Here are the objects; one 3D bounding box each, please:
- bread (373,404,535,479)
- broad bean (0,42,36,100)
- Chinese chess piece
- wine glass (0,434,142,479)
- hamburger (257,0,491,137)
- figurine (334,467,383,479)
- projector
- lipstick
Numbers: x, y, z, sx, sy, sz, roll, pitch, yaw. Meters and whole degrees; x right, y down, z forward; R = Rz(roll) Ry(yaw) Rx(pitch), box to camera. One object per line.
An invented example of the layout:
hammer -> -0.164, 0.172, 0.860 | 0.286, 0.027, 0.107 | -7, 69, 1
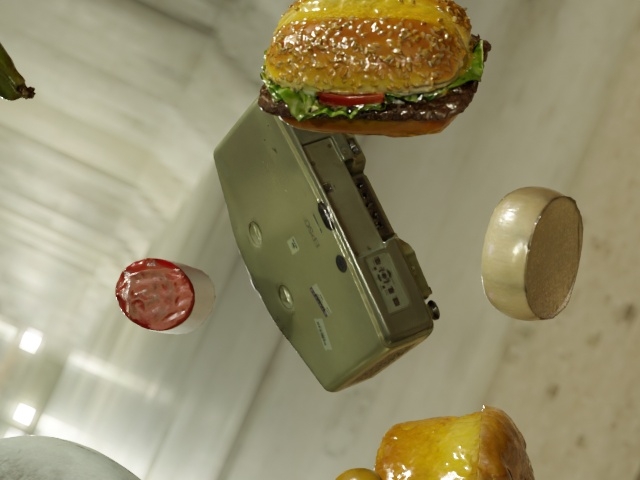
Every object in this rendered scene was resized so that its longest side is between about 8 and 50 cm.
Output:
bread -> 0.125, 0.267, 1.736 | 0.146, 0.268, 0.268 | -2, -12, 11
broad bean -> -0.370, -0.248, 2.006 | 0.256, 0.053, 0.052 | 59, -35, 12
Chinese chess piece -> 0.190, 0.012, 1.762 | 0.051, 0.122, 0.122 | 11, -12, 32
wine glass -> -0.239, 0.251, 1.442 | 0.238, 0.238, 0.323 | 28, -17, -33
hamburger -> 0.038, -0.133, 1.424 | 0.166, 0.137, 0.087 | 3, -52, 16
figurine -> 0.022, 0.267, 1.532 | 0.122, 0.176, 0.121 | 0, 0, -35
projector -> 0.000, 0.000, 1.850 | 0.269, 0.088, 0.193 | 64, -30, 10
lipstick -> -0.140, 0.053, 1.819 | 0.073, 0.073, 0.279 | 24, -3, 2
